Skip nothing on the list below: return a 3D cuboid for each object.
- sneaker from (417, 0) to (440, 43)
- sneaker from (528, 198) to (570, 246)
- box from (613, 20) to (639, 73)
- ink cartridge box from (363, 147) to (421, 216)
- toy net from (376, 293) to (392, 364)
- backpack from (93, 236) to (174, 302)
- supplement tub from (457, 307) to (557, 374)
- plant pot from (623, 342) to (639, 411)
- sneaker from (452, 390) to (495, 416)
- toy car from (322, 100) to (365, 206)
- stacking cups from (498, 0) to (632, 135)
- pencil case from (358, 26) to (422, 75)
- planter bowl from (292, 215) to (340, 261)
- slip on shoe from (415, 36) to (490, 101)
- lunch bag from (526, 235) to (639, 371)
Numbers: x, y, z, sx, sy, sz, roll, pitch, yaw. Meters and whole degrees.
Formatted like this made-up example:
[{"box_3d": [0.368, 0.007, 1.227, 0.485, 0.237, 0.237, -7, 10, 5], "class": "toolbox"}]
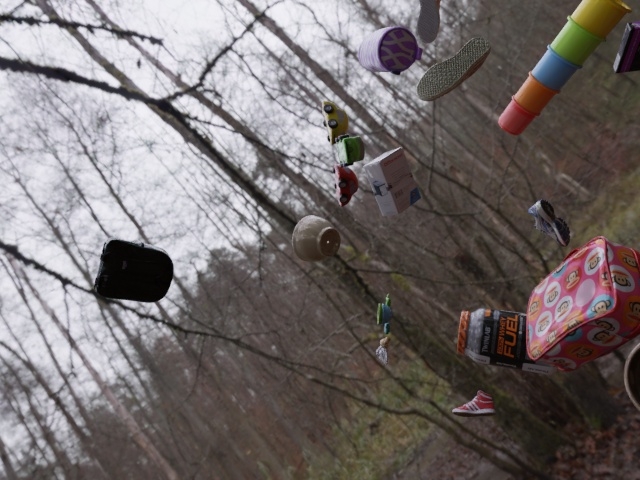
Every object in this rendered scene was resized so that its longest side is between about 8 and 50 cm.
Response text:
[{"box_3d": [0.242, -0.505, 1.075, 0.070, 0.050, 0.135, -48, -43, -46], "class": "sneaker"}, {"box_3d": [0.584, -0.040, 1.265, 0.052, 0.135, 0.058, -33, -1, -34], "class": "sneaker"}, {"box_3d": [0.733, -0.422, 1.061, 0.162, 0.029, 0.116, -2, -33, 13], "class": "box"}, {"box_3d": [0.245, -0.198, 1.675, 0.139, 0.191, 0.082, -34, 16, -38], "class": "ink cartridge box"}, {"box_3d": [0.202, 0.296, 1.614, 0.122, 0.045, 0.233, -84, -4, -66], "class": "toy net"}, {"box_3d": [-0.499, 0.083, 1.345, 0.144, 0.188, 0.166, -171, 94, -72], "class": "backpack"}, {"box_3d": [0.635, 0.336, 1.683, 0.193, 0.315, 0.194, 5, -90, -70], "class": "supplement tub"}, {"box_3d": [1.051, 0.404, 1.414, 0.229, 0.263, 0.263, 14, -54, -38], "class": "plant pot"}, {"box_3d": [0.442, 0.474, 1.437, 0.118, 0.067, 0.042, -8, -35, 18], "class": "sneaker"}, {"box_3d": [0.056, -0.187, 1.048, 0.053, 0.239, 0.225, -12, 10, -5], "class": "toy car"}, {"box_3d": [0.492, -0.368, 1.051, 0.096, 0.096, 0.316, -25, -23, -45], "class": "stacking cups"}, {"box_3d": [0.136, -0.386, 1.008, 0.088, 0.206, 0.087, 0, -70, -9], "class": "pencil case"}, {"box_3d": [0.000, 0.000, 1.682, 0.162, 0.109, 0.162, -9, -77, -41], "class": "planter bowl"}, {"box_3d": [0.485, -0.608, 1.807, 0.331, 0.123, 0.101, -40, -20, -10], "class": "slip on shoe"}, {"box_3d": [0.589, 0.134, 1.125, 0.293, 0.120, 0.258, 116, 173, -51], "class": "lunch bag"}]
